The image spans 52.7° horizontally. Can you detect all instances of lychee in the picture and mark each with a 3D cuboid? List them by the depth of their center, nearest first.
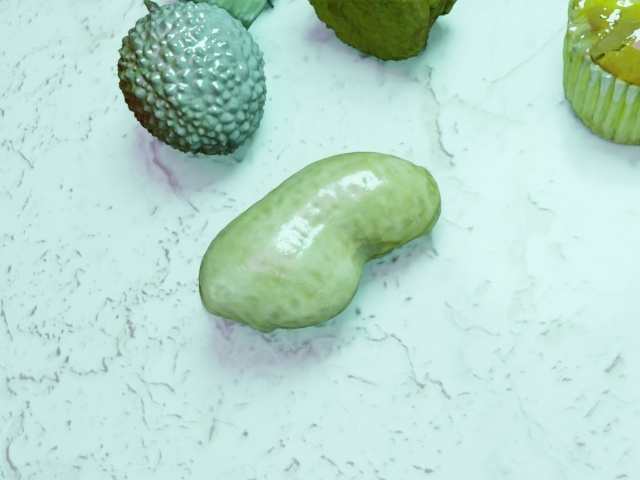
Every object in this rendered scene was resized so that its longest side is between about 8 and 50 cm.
[{"bbox_3d":[-0.142,-0.185,0.714,0.165,0.165,0.197,-24,73,7],"label":"lychee"}]

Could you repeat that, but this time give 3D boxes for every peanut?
[{"bbox_3d":[0.000,0.000,0.628,0.253,0.122,0.137,-40,73,-6],"label":"peanut"}]

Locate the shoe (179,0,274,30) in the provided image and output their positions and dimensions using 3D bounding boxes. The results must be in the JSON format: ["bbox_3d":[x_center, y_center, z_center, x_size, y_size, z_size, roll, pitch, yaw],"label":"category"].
[{"bbox_3d":[-0.115,-0.351,0.812,0.109,0.149,0.293,-41,28,33],"label":"shoe"}]

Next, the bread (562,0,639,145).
[{"bbox_3d":[0.353,-0.197,0.590,0.250,0.133,0.179,-7,72,15],"label":"bread"}]

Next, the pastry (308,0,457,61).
[{"bbox_3d":[0.060,-0.286,0.684,0.189,0.188,0.103,32,76,25],"label":"pastry"}]
